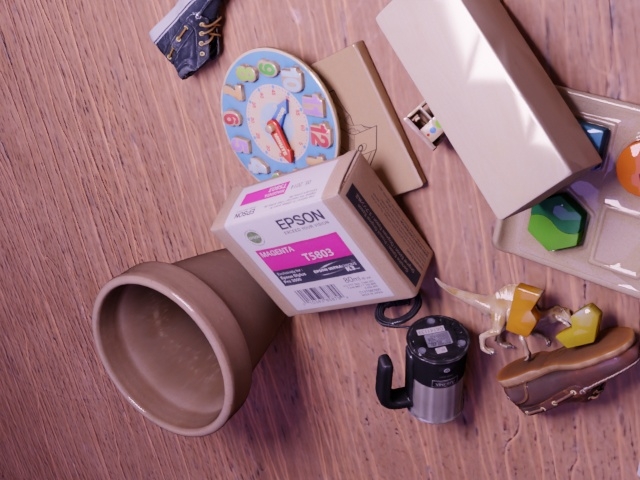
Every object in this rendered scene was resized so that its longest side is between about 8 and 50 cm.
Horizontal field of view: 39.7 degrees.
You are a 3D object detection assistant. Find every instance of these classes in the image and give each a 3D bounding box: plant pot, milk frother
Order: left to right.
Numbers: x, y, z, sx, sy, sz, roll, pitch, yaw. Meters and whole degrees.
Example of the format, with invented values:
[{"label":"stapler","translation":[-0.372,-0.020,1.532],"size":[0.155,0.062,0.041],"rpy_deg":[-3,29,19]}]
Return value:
[{"label":"plant pot","translation":[-0.168,0.124,1.322],"size":[0.263,0.229,0.263],"rpy_deg":[17,122,28]},{"label":"milk frother","translation":[0.137,0.154,1.218],"size":[0.129,0.143,0.135],"rpy_deg":[2,133,5]}]

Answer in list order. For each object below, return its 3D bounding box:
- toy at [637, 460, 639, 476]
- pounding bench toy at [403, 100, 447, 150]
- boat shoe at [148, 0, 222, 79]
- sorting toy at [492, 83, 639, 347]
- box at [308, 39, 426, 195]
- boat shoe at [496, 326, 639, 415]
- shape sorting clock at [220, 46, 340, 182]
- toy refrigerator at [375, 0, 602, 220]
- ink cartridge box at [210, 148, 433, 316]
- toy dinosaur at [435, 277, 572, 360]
[{"label":"toy","translation":[0.454,0.217,1.039],"size":[0.136,0.056,0.237],"rpy_deg":[15,122,28]},{"label":"pounding bench toy","translation":[0.143,-0.150,1.071],"size":[0.065,0.083,0.052],"rpy_deg":[-43,88,11]},{"label":"boat shoe","translation":[-0.158,-0.293,1.205],"size":[0.183,0.065,0.083],"rpy_deg":[-29,98,48]},{"label":"sorting toy","translation":[0.309,-0.006,1.007],"size":[0.229,0.041,0.307],"rpy_deg":[19,116,26]},{"label":"box","translation":[0.032,-0.142,1.173],"size":[0.164,0.021,0.201],"rpy_deg":[-17,102,41]},{"label":"boat shoe","translation":[0.317,0.167,1.104],"size":[0.073,0.073,0.207],"rpy_deg":[55,139,-4]},{"label":"shape sorting clock","translation":[-0.058,-0.156,1.190],"size":[0.206,0.040,0.206],"rpy_deg":[17,123,29]},{"label":"toy refrigerator","translation":[0.184,-0.168,0.974],"size":[0.102,0.094,0.270],"rpy_deg":[-39,78,40]},{"label":"ink cartridge box","translation":[0.000,0.000,1.190],"size":[0.234,0.088,0.193],"rpy_deg":[-13,128,40]},{"label":"toy dinosaur","translation":[0.237,0.098,1.147],"size":[0.183,0.053,0.093],"rpy_deg":[13,106,22]}]
